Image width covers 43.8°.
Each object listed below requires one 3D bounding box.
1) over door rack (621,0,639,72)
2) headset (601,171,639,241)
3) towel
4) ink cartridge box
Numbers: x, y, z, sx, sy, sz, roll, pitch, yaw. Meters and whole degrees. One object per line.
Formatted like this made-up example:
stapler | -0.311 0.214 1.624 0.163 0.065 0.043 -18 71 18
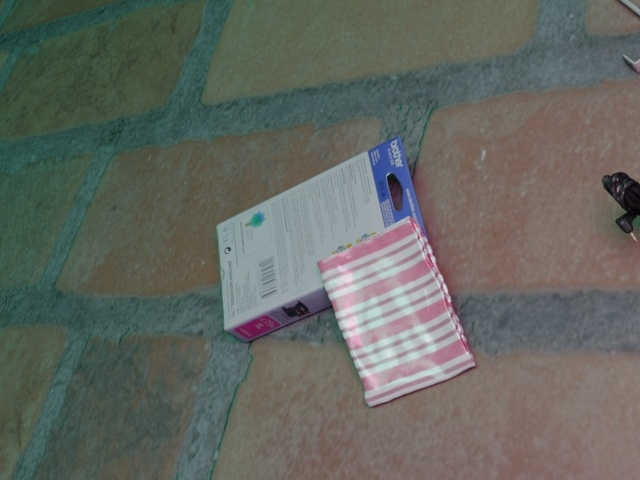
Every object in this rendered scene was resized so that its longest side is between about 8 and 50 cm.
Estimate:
over door rack | 0.346 -0.401 0.998 0.108 0.239 0.324 -30 48 22
headset | 0.464 -0.055 0.707 0.394 0.185 0.244 -12 60 55
towel | 0.085 0.086 0.956 0.144 0.029 0.197 -27 70 20
ink cartridge box | 0.000 0.000 1.092 0.311 0.065 0.186 -27 50 21
